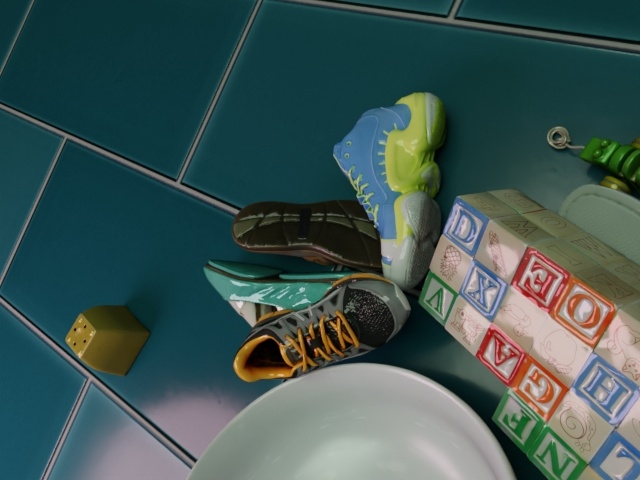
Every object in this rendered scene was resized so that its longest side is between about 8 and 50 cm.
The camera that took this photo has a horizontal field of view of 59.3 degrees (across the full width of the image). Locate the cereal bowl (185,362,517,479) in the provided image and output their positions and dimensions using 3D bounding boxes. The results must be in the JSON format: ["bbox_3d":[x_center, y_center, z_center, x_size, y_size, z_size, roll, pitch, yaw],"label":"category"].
[{"bbox_3d":[0.027,0.290,0.521,0.339,0.141,0.339,-18,35,14],"label":"cereal bowl"}]

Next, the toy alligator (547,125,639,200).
[{"bbox_3d":[0.289,-0.076,0.540,0.056,0.051,0.190,-55,49,9],"label":"toy alligator"}]

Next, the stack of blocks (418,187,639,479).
[{"bbox_3d":[0.220,0.101,0.482,0.297,0.087,0.171,45,133,41],"label":"stack of blocks"}]

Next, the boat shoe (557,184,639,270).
[{"bbox_3d":[0.329,0.067,0.477,0.302,0.091,0.114,60,143,26],"label":"boat shoe"}]

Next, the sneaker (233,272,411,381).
[{"bbox_3d":[-0.002,0.103,0.595,0.215,0.083,0.084,-27,95,30],"label":"sneaker"}]

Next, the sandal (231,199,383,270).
[{"bbox_3d":[0.000,0.000,0.694,0.219,0.060,0.090,2,60,11],"label":"sandal"}]

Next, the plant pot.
[{"bbox_3d":[-0.324,0.145,0.837,0.081,0.083,0.081,34,95,32],"label":"plant pot"}]

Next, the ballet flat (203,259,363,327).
[{"bbox_3d":[-0.054,0.074,0.704,0.247,0.083,0.087,3,93,33],"label":"ballet flat"}]

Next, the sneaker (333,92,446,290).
[{"bbox_3d":[0.074,-0.058,0.655,0.126,0.091,0.240,1,66,27],"label":"sneaker"}]
